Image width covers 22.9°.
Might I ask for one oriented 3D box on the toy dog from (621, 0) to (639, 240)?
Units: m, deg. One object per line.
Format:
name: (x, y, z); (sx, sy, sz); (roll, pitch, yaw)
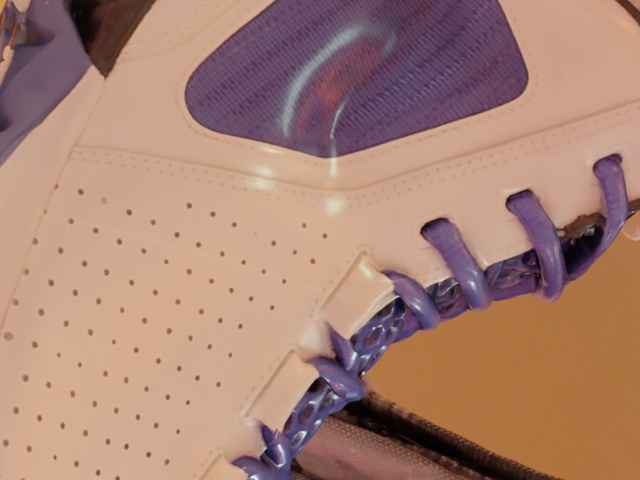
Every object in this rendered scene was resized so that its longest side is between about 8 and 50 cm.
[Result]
toy dog: (0.361, -0.087, 0.679); (0.395, 0.408, 0.284); (96, -28, -50)

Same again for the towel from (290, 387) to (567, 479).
towel: (0.075, 0.205, 0.591); (0.312, 0.056, 0.324); (23, -44, 28)

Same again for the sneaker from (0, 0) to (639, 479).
sneaker: (0.000, -0.001, 0.403); (0.182, 0.127, 0.315); (15, -107, -4)
